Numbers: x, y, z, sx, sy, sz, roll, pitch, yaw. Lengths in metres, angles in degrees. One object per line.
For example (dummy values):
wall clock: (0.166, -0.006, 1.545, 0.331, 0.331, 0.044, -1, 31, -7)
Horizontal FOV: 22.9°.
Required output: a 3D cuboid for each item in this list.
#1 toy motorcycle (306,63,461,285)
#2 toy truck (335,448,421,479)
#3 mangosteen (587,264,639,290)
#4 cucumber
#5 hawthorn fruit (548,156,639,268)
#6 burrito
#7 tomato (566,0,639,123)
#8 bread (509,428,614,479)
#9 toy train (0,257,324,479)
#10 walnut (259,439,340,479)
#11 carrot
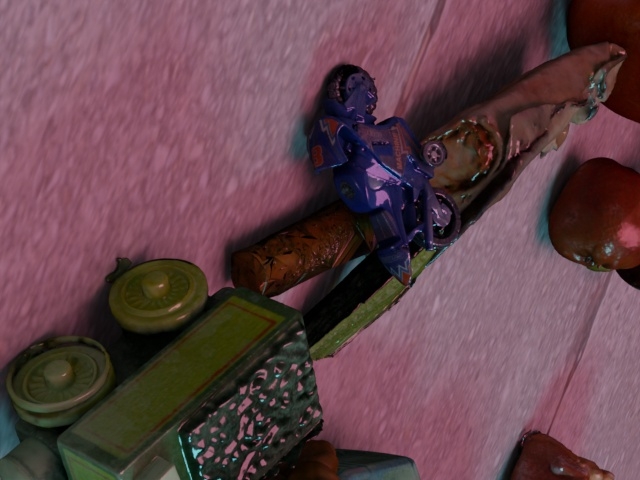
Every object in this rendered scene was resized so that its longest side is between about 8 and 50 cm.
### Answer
toy motorcycle: (0.054, -0.065, 1.497, 0.114, 0.076, 0.205, -40, 101, -33)
toy truck: (0.033, 0.304, 1.660, 0.279, 0.155, 0.156, 0, 92, -55)
mangosteen: (0.435, -0.012, 2.062, 0.180, 0.166, 0.166, 3, 107, -30)
cucumber: (0.052, 0.049, 1.589, 0.220, 0.046, 0.070, -41, 149, -4)
hawthorn fruit: (0.355, -0.032, 1.948, 0.133, 0.132, 0.138, 16, 82, -57)
burrito: (0.187, -0.101, 1.666, 0.347, 0.107, 0.175, -38, 161, -32)
tomato: (0.357, -0.224, 1.806, 0.200, 0.139, 0.233, 54, 21, -37)
bread: (0.312, 0.379, 2.130, 0.190, 0.123, 0.244, -29, 130, -42)
toy train: (-0.129, 0.138, 1.295, 0.271, 0.188, 0.159, -40, 136, -33)
walnut: (-0.061, 0.281, 1.378, 0.269, 0.221, 0.244, -78, -167, -64)
carrot: (-0.001, 0.000, 1.514, 0.228, 0.069, 0.069, -27, 129, -45)
